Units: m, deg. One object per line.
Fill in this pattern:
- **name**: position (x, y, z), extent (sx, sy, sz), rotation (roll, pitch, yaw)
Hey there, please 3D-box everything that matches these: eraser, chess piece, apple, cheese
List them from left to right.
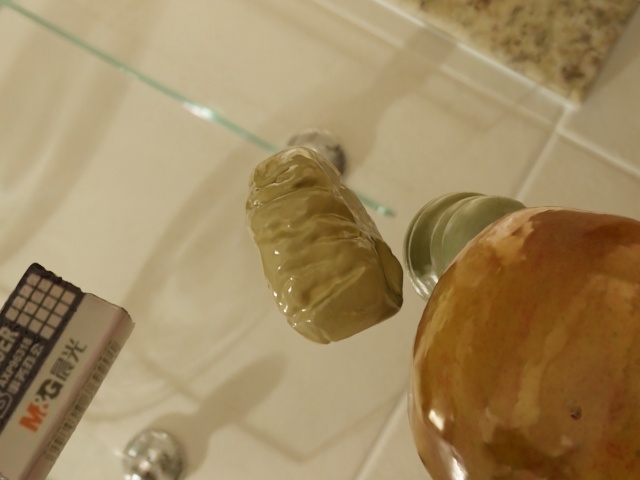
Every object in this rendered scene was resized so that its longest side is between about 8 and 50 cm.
- **eraser**: position (-0.330, 0.179, 1.125), extent (0.130, 0.287, 0.086), rotation (25, 164, 10)
- **cheese**: position (0.000, 0.000, 1.115), extent (0.214, 0.117, 0.226), rotation (60, -168, -10)
- **chess piece**: position (0.170, 0.013, 1.090), extent (0.144, 0.144, 0.251), rotation (28, 178, -1)
- **apple**: position (0.220, 0.116, 0.868), extent (0.299, 0.275, 0.299), rotation (10, -179, 0)
